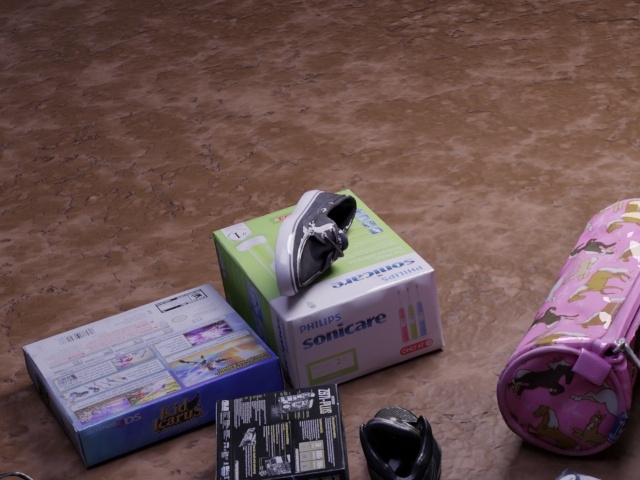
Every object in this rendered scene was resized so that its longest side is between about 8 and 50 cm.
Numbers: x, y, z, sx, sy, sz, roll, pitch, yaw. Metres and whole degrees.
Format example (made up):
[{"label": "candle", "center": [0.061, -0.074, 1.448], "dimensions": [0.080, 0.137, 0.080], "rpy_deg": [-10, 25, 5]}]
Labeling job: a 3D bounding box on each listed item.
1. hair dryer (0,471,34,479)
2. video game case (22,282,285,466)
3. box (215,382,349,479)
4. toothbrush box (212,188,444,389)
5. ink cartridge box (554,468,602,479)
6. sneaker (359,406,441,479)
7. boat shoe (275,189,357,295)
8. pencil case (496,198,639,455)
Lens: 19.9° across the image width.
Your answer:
[{"label": "hair dryer", "center": [-0.349, 0.346, 2.017], "dimensions": [0.223, 0.080, 0.293], "rpy_deg": [4, 15, 30]}, {"label": "video game case", "center": [-0.215, 0.166, 2.323], "dimensions": [0.269, 0.061, 0.244], "rpy_deg": [-19, 28, -17]}, {"label": "box", "center": [-0.043, 0.251, 2.090], "dimensions": [0.147, 0.077, 0.180], "rpy_deg": [-9, 28, 1]}, {"label": "toothbrush box", "center": [0.006, 0.062, 2.387], "dimensions": [0.206, 0.122, 0.283], "rpy_deg": [-18, 28, -16]}, {"label": "ink cartridge box", "center": [0.344, 0.337, 1.828], "dimensions": [0.332, 0.065, 0.165], "rpy_deg": [15, 35, 36]}, {"label": "sneaker", "center": [0.091, 0.226, 2.046], "dimensions": [0.087, 0.130, 0.227], "rpy_deg": [-5, 26, 4]}, {"label": "boat shoe", "center": [0.000, 0.000, 2.303], "dimensions": [0.076, 0.080, 0.228], "rpy_deg": [-3, 22, 15]}, {"label": "pencil case", "center": [0.340, 0.095, 2.184], "dimensions": [0.167, 0.160, 0.386], "rpy_deg": [3, 29, 24]}]
